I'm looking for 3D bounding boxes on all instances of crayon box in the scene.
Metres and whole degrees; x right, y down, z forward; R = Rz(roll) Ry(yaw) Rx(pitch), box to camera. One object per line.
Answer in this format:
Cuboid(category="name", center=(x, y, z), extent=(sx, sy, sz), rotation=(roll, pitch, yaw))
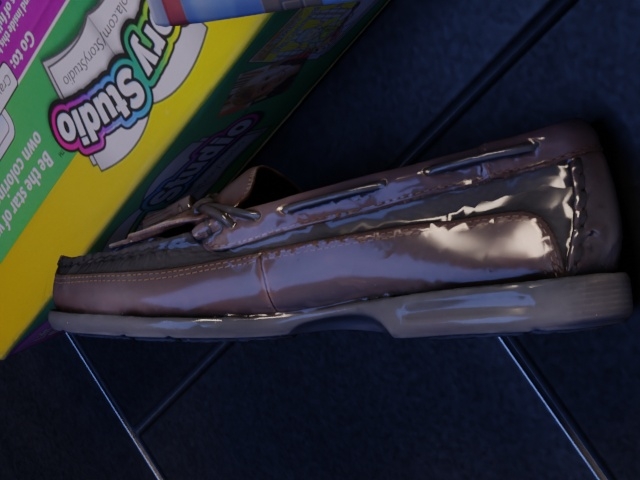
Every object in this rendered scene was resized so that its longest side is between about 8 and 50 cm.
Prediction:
Cuboid(category="crayon box", center=(-0.156, -0.155, 0.750), extent=(0.313, 0.106, 0.363), rotation=(55, 136, 10))

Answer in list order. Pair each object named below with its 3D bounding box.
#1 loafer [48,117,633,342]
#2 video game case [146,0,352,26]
Cuboid(category="loafer", center=(0.000, 0.000, 0.655), extent=(0.302, 0.109, 0.095), rotation=(-3, 89, 27))
Cuboid(category="video game case", center=(0.057, -0.174, 0.425), extent=(0.285, 0.025, 0.204), rotation=(-6, 133, 10))
